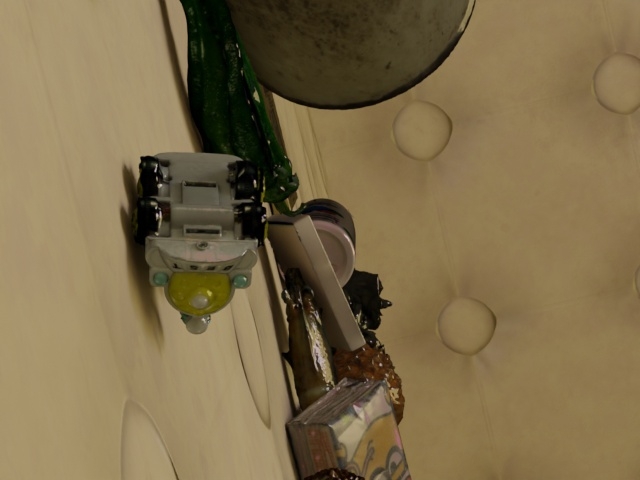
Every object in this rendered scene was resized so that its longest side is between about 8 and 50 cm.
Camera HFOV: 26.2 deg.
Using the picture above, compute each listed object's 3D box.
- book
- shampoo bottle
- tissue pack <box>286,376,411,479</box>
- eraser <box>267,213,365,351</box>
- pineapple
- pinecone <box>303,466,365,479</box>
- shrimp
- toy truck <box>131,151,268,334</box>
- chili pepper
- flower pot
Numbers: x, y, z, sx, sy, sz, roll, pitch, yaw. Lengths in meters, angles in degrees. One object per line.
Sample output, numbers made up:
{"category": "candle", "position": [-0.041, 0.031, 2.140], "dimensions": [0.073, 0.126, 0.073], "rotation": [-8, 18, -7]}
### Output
{"category": "book", "position": [-0.069, -0.150, 1.703], "dimensions": [0.161, 0.026, 0.231], "rotation": [-78, 154, -82]}
{"category": "shampoo bottle", "position": [0.000, 0.000, 1.701], "dimensions": [0.303, 0.092, 0.092], "rotation": [-74, 150, -81]}
{"category": "tissue pack", "position": [0.035, 0.222, 1.323], "dimensions": [0.115, 0.065, 0.155], "rotation": [-30, 108, -52]}
{"category": "eraser", "position": [-0.009, 0.044, 1.444], "dimensions": [0.150, 0.023, 0.104], "rotation": [66, -20, -11]}
{"category": "pineapple", "position": [0.040, 0.133, 1.663], "dimensions": [0.237, 0.119, 0.111], "rotation": [-101, -170, -49]}
{"category": "pinecone", "position": [0.014, 0.237, 1.186], "dimensions": [0.077, 0.077, 0.083], "rotation": [-92, 179, -72]}
{"category": "shrimp", "position": [-0.011, 0.137, 1.433], "dimensions": [0.150, 0.051, 0.217], "rotation": [105, -25, -84]}
{"category": "toy truck", "position": [-0.071, 0.002, 0.787], "dimensions": [0.111, 0.076, 0.077], "rotation": [-97, -167, -53]}
{"category": "chili pepper", "position": [-0.073, -0.108, 1.148], "dimensions": [0.122, 0.065, 0.279], "rotation": [-90, 163, -59]}
{"category": "flower pot", "position": [-0.008, -0.332, 1.406], "dimensions": [0.330, 0.293, 0.294], "rotation": [52, 25, -65]}
